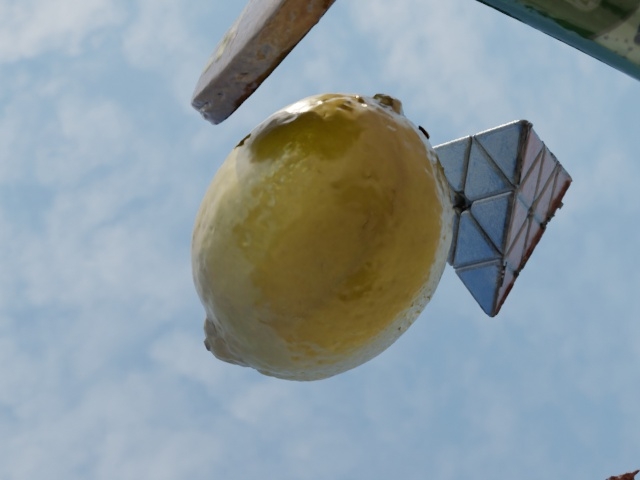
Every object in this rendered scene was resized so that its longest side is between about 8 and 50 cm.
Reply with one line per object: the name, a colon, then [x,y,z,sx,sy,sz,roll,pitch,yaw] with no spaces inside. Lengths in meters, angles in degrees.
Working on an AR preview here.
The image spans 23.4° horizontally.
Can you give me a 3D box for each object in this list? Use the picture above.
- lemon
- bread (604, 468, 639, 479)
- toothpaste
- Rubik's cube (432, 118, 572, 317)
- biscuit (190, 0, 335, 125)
lemon: [0.003,-0.004,1.419,0.236,0.263,0.236,23,-145,-18]
bread: [0.207,0.281,1.117,0.212,0.142,0.224,42,-138,-28]
toothpaste: [0.172,-0.168,1.049,0.392,0.061,0.099,25,-83,-19]
Rubik's cube: [0.136,-0.030,1.611,0.211,0.178,0.190,42,-115,-62]
biscuit: [-0.016,-0.244,1.379,0.052,0.262,0.277,37,-133,-12]
